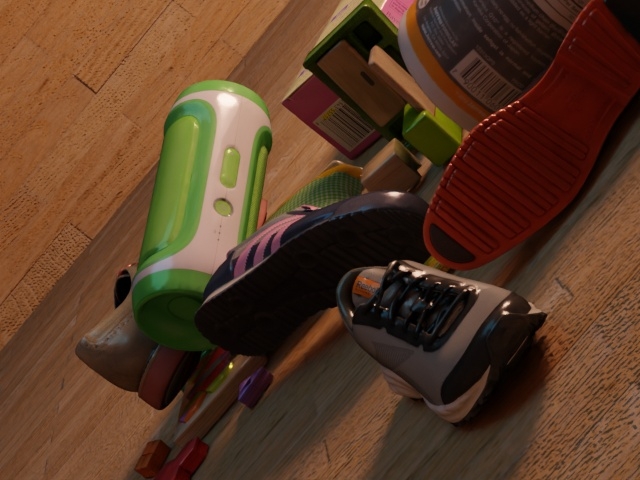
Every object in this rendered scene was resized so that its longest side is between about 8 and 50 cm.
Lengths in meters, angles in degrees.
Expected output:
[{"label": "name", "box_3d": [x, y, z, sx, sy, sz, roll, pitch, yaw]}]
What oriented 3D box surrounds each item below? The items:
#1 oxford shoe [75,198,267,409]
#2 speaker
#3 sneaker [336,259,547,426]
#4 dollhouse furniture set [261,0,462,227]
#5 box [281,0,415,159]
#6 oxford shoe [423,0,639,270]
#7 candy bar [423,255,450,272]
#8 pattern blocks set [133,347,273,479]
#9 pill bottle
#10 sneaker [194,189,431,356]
[{"label": "oxford shoe", "box_3d": [-0.160, 0.041, 2.109, 0.348, 0.130, 0.123, -58, -10, -53]}, {"label": "speaker", "box_3d": [-0.125, -0.030, 2.010, 0.131, 0.131, 0.296, -40, 32, 43]}, {"label": "sneaker", "box_3d": [0.078, 0.066, 1.382, 0.100, 0.108, 0.271, -52, 13, -11]}, {"label": "dollhouse furniture set", "box_3d": [-0.008, -0.080, 1.971, 0.301, 0.151, 0.197, -43, 13, 18]}, {"label": "box", "box_3d": [0.093, -0.254, 2.254, 0.213, 0.117, 0.243, -39, 18, 47]}, {"label": "oxford shoe", "box_3d": [0.185, -0.080, 1.510, 0.271, 0.097, 0.098, -48, -8, -4]}, {"label": "candy bar", "box_3d": [0.132, -0.008, 1.615, 0.161, 0.018, 0.040, -47, 16, 19]}, {"label": "pattern blocks set", "box_3d": [-0.109, 0.148, 2.028, 0.285, 0.026, 0.325, -51, 11, 0]}, {"label": "pill bottle", "box_3d": [0.210, -0.225, 1.622, 0.278, 0.162, 0.162, -44, 14, 31]}, {"label": "sneaker", "box_3d": [0.000, 0.000, 1.779, 0.319, 0.112, 0.131, -26, 32, 43]}]
